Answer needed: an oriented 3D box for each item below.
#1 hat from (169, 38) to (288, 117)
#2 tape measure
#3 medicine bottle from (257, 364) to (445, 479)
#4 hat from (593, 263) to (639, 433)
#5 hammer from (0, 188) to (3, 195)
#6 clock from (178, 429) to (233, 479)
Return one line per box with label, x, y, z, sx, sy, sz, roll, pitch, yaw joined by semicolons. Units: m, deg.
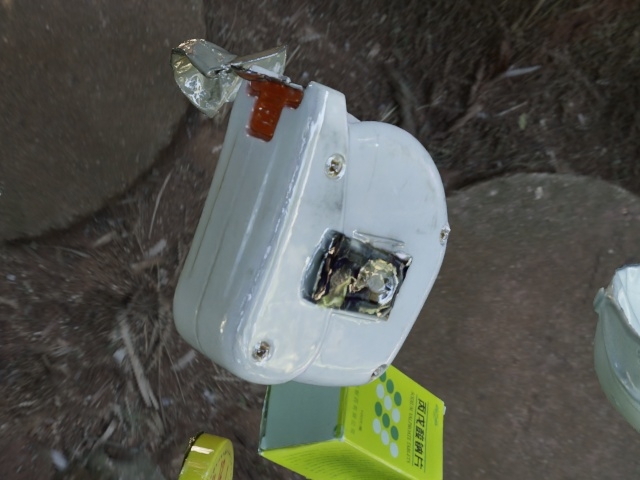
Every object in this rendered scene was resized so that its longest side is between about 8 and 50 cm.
hat;-0.133;-0.265;1.530;0.175;0.147;0.085;-24;75;-18
tape measure;0.000;0.000;0.924;0.265;0.130;0.258;13;96;-43
medicine bottle;0.049;0.243;1.353;0.250;0.141;0.137;37;46;-43
hat;0.364;0.176;0.994;0.168;0.258;0.302;-9;104;21
hammer;-0.579;-0.023;1.539;0.292;0.029;0.058;-23;110;28
clock;-0.155;0.398;1.331;0.071;0.277;0.294;10;92;6
